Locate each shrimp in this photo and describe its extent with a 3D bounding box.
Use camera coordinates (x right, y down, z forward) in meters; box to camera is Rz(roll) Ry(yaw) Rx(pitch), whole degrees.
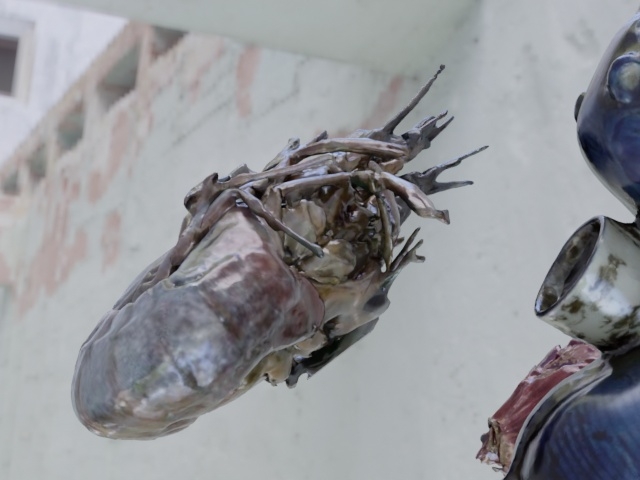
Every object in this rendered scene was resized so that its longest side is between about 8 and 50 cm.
[{"bbox_3d":[-0.006,-0.001,0.799,0.116,0.343,0.145,43,-37,11],"label":"shrimp"}]

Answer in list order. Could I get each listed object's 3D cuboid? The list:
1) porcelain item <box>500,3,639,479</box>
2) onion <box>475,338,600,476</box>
[{"bbox_3d":[0.166,0.037,0.610,0.288,0.186,0.138,-61,-179,-1],"label":"porcelain item"},{"bbox_3d":[0.283,0.182,1.271,0.120,0.284,0.227,169,-84,-75],"label":"onion"}]
